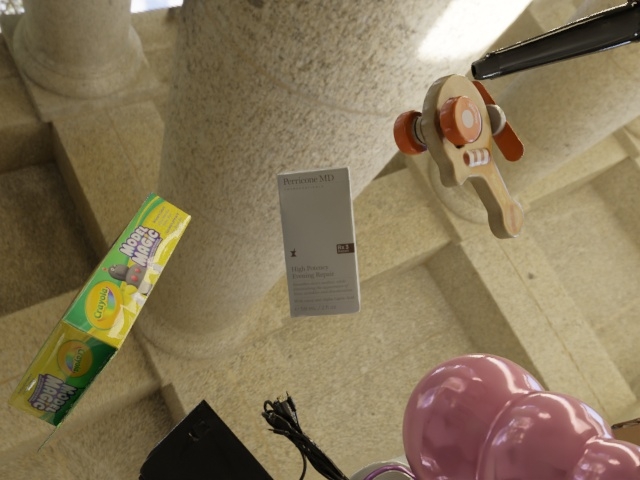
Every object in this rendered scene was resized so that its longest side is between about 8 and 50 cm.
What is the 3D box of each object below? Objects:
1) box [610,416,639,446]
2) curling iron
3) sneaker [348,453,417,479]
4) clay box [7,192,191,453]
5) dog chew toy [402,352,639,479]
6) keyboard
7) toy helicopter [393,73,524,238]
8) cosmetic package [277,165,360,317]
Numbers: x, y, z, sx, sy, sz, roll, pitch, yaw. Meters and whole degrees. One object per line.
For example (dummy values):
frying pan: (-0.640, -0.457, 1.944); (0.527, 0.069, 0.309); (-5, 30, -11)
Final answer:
box: (0.513, 0.329, 0.789); (0.021, 0.164, 0.201); (-38, -109, -15)
curling iron: (0.242, -0.168, 0.408); (0.274, 0.068, 0.035); (-16, -102, 8)
sneaker: (0.161, 0.404, 0.931); (0.305, 0.152, 0.114); (-14, -117, -14)
clay box: (-0.197, 0.064, 0.515); (0.053, 0.127, 0.222); (34, -149, -15)
dog chew toy: (0.254, 0.263, 0.684); (0.207, 0.332, 0.206); (-6, -79, -33)
keyboard: (-0.052, 0.311, 0.662); (0.201, 0.033, 0.317); (-44, -112, -10)
toy helicopter: (0.312, -0.161, 1.114); (0.235, 0.140, 0.355); (-48, -64, -32)
cosmetic package: (0.000, 0.000, 0.922); (0.117, 0.085, 0.231); (-6, -82, 4)
